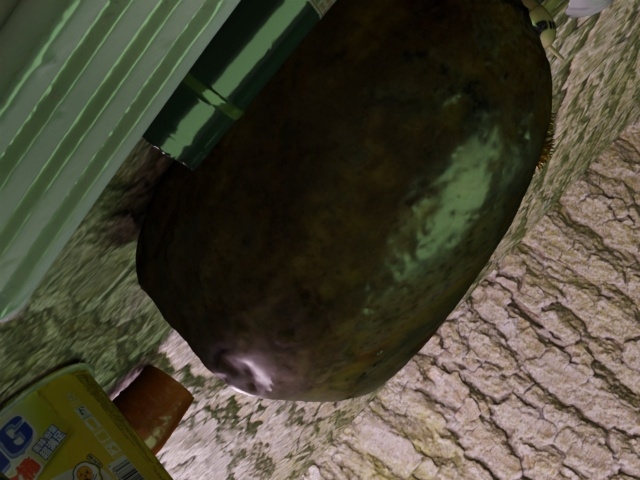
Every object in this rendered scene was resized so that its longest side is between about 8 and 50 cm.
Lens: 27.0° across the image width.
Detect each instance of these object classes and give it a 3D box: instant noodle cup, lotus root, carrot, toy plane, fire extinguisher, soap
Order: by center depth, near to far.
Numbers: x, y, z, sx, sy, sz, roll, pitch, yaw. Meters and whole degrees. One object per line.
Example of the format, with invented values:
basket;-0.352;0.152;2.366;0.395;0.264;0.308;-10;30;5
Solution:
soap;-0.148;-0.076;0.647;0.265;0.087;0.160;-52;167;16
fire extinguisher;-0.016;-0.183;0.778;0.294;0.093;0.118;-50;-167;5
lotus root;0.028;-0.060;0.995;0.250;0.250;0.346;-27;150;-59
instant noodle cup;-0.222;0.226;1.168;0.205;0.153;0.205;-47;168;-14
carrot;-0.209;0.211;1.331;0.193;0.087;0.087;-48;168;-8
toy plane;0.219;-0.231;1.418;0.229;0.092;0.244;-48;167;11

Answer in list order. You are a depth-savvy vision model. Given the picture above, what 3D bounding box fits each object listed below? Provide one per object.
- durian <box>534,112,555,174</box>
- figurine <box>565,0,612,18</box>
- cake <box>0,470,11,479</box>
durian;0.224;-0.122;1.682;0.168;0.137;0.158;-40;147;-68
figurine;0.312;-0.309;1.570;0.086;0.082;0.094;-34;161;17
cake;-0.272;0.146;0.873;0.099;0.100;0.235;-45;168;-22
